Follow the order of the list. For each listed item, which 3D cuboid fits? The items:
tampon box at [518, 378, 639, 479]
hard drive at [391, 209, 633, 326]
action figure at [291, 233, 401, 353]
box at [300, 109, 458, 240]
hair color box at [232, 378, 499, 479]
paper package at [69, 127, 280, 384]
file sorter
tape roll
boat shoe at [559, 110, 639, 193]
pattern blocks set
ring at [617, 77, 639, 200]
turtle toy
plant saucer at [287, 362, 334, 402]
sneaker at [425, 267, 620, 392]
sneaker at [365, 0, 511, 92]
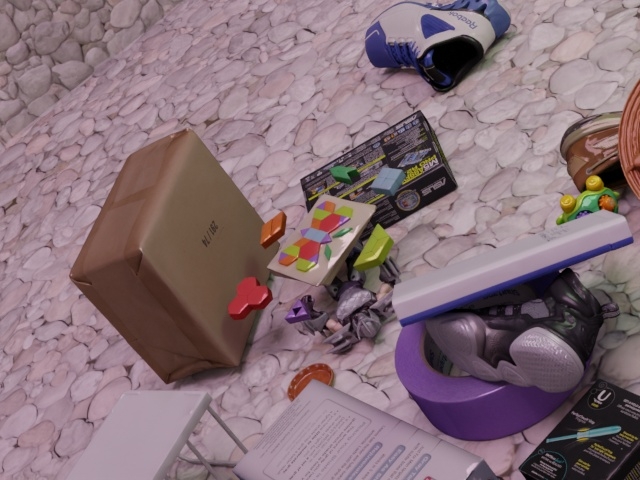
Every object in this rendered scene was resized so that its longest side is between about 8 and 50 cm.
[{"bbox_3d":[0.350,0.272,1.553,0.161,0.101,0.120,-44,33,-15],"label":"tampon box"},{"bbox_3d":[0.255,0.035,1.747,0.318,0.040,0.210,-20,2,6],"label":"hard drive"},{"bbox_3d":[0.042,0.075,2.116,0.185,0.099,0.285,-28,35,3],"label":"action figure"},{"bbox_3d":[0.100,-0.105,2.331,0.270,0.060,0.216,-30,33,10],"label":"box"},{"bbox_3d":[0.064,0.335,1.732,0.185,0.113,0.374,-47,33,-18],"label":"hair color box"},{"bbox_3d":[-0.242,0.031,2.237,0.168,0.309,0.325,-18,35,30],"label":"paper package"},{"bbox_3d":[-0.256,0.385,1.912,0.193,0.173,0.278,-5,43,41],"label":"file sorter"},{"bbox_3d":[0.246,0.151,1.826,0.275,0.090,0.275,-25,33,18],"label":"tape roll"},{"bbox_3d":[0.530,-0.148,1.942,0.324,0.122,0.120,-20,53,23],"label":"boat shoe"},{"bbox_3d":[0.000,0.000,2.131,0.285,0.026,0.325,0,52,39],"label":"pattern blocks set"},{"bbox_3d":[0.591,-0.164,1.827,0.336,0.032,0.336,-11,66,25],"label":"ring"},{"bbox_3d":[0.402,-0.030,1.929,0.130,0.095,0.066,-37,52,0],"label":"turtle toy"},{"bbox_3d":[-0.015,0.231,2.038,0.083,0.013,0.083,-24,34,17],"label":"plant saucer"},{"bbox_3d":[0.270,0.110,1.688,0.153,0.101,0.268,-43,30,-25],"label":"sneaker"},{"bbox_3d":[0.208,-0.384,2.533,0.315,0.127,0.182,-5,41,37],"label":"sneaker"}]
